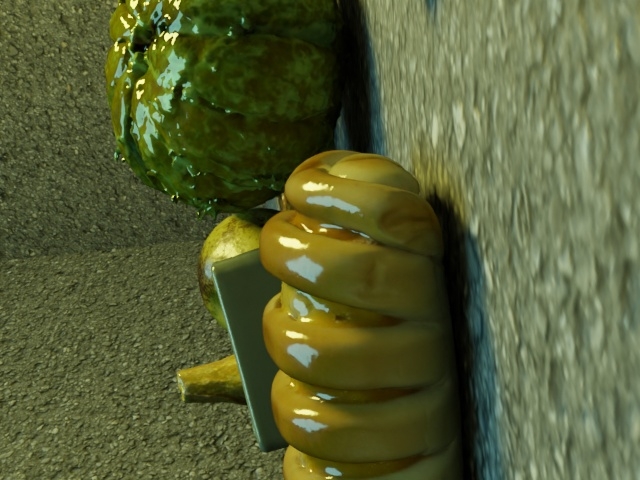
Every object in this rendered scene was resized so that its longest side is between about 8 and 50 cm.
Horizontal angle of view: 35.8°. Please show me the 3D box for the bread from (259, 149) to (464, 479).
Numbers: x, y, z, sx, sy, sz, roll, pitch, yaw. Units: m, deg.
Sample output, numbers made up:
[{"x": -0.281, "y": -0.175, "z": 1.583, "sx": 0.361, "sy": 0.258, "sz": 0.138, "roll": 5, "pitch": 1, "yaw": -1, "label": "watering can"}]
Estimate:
[{"x": 0.027, "y": 0.099, "z": 0.664, "sx": 0.173, "sy": 0.121, "sz": 0.311, "roll": -126, "pitch": 29, "yaw": -78, "label": "bread"}]

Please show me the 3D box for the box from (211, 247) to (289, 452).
[{"x": -0.020, "y": 0.096, "z": 0.966, "sx": 0.148, "sy": 0.129, "sz": 0.210, "roll": 89, "pitch": 165, "yaw": -84, "label": "box"}]

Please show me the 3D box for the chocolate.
[{"x": -0.063, "y": 0.162, "z": 1.200, "sx": 0.085, "sy": 0.219, "sz": 0.086, "roll": 174, "pitch": 90, "yaw": -82, "label": "chocolate"}]

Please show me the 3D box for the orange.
[{"x": -0.084, "y": -0.176, "z": 0.989, "sx": 0.301, "sy": 0.223, "sz": 0.300, "roll": 28, "pitch": 113, "yaw": 55, "label": "orange"}]

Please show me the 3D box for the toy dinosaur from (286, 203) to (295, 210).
[{"x": 0.000, "y": 0.000, "z": 1.187, "sx": 0.288, "sy": 0.070, "sz": 0.117, "roll": -129, "pitch": 22, "yaw": -88, "label": "toy dinosaur"}]

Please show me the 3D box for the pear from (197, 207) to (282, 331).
[{"x": -0.074, "y": 0.045, "z": 1.425, "sx": 0.197, "sy": 0.197, "sz": 0.197, "roll": 174, "pitch": 90, "yaw": -85, "label": "pear"}]

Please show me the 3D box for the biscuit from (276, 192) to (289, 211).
[{"x": -0.058, "y": -0.148, "z": 1.737, "sx": 0.094, "sy": 0.054, "sz": 0.379, "roll": 109, "pitch": 155, "yaw": -81, "label": "biscuit"}]
